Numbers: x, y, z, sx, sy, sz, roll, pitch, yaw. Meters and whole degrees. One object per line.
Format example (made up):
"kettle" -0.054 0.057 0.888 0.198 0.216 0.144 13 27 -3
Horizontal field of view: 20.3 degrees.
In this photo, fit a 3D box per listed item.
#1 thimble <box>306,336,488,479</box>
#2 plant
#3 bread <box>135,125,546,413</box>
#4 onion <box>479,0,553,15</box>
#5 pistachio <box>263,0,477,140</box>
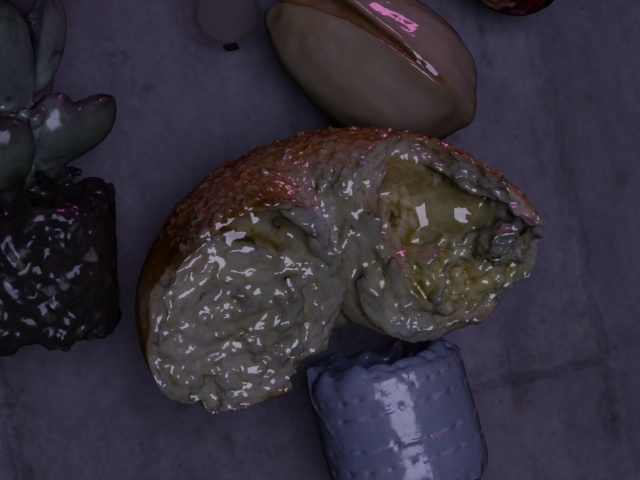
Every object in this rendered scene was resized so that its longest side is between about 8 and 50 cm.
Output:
"thimble" 0.060 0.140 1.418 0.127 0.151 0.117 -15 94 -1
"plant" -0.224 -0.053 1.352 0.149 0.146 0.274 -5 91 -11
"bread" 0.003 -0.003 1.380 0.314 0.192 0.171 -16 115 -4
"onion" 0.154 -0.232 1.478 0.107 0.097 0.107 23 48 -28
"pistachio" 0.043 -0.147 1.431 0.185 0.124 0.124 32 83 -9
